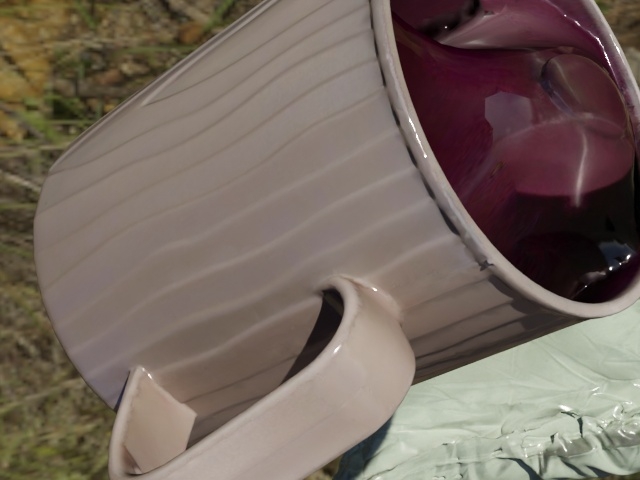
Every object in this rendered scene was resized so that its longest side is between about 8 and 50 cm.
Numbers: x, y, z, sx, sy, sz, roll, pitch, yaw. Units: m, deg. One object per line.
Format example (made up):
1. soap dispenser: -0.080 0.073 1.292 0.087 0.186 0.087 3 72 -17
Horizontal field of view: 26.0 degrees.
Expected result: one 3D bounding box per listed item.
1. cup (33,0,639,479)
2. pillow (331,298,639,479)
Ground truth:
1. cup: 0.013 0.004 0.688 0.273 0.208 0.288 -27 56 37
2. pillow: 0.163 0.114 1.140 0.310 0.283 0.138 -14 109 14
